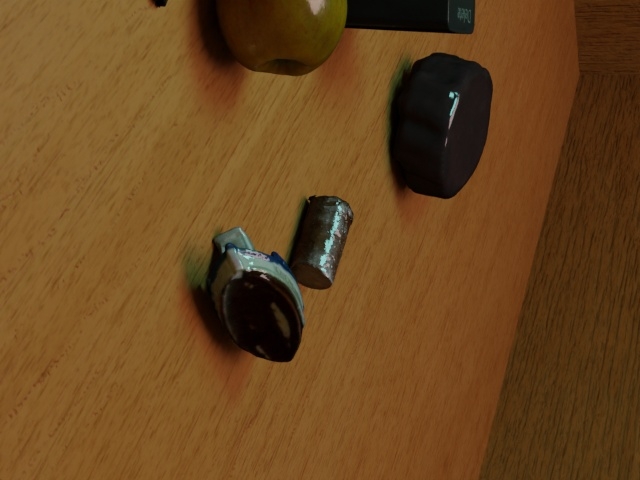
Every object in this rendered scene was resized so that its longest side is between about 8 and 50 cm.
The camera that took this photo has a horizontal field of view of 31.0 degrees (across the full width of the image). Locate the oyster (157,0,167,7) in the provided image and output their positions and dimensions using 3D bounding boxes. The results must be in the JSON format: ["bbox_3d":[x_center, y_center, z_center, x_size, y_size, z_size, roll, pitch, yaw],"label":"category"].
[{"bbox_3d":[-0.168,-0.441,1.279,0.361,0.096,0.221,68,25,-52],"label":"oyster"}]

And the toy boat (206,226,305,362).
[{"bbox_3d":[-0.087,0.069,1.542,0.262,0.114,0.115,66,2,-47],"label":"toy boat"}]

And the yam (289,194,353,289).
[{"bbox_3d":[0.001,0.000,1.792,0.079,0.079,0.141,62,39,-53],"label":"yam"}]

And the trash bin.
[{"bbox_3d":[0.117,-0.384,1.828,0.165,0.226,0.115,-21,112,-67],"label":"trash bin"}]

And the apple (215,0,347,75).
[{"bbox_3d":[-0.049,-0.294,1.486,0.182,0.183,0.155,7,88,-69],"label":"apple"}]

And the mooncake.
[{"bbox_3d":[0.235,-0.227,2.281,0.283,0.141,0.283,-41,138,-53],"label":"mooncake"}]
